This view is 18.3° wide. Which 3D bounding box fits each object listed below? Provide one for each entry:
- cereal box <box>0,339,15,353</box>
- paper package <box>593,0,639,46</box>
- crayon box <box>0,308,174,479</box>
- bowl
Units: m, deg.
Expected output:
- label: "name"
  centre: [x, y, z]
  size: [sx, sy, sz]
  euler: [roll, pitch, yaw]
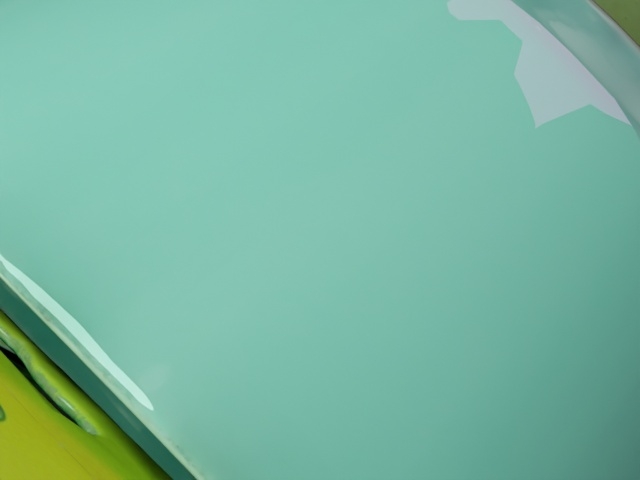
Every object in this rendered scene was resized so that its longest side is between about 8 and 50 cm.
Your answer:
- label: "cereal box"
  centre: [-0.170, -0.028, 0.774]
  size: [0.240, 0.047, 0.173]
  euler: [33, 7, -34]
- label: "paper package"
  centre: [0.202, 0.023, 0.838]
  size: [0.325, 0.309, 0.168]
  euler: [4, 12, 1]
- label: "crayon box"
  centre: [-0.159, 0.015, 0.344]
  size: [0.202, 0.081, 0.318]
  euler: [41, 7, 32]
- label: "bowl"
  centre: [0.016, 0.016, 0.575]
  size: [0.311, 0.163, 0.311]
  euler: [46, -9, 9]
